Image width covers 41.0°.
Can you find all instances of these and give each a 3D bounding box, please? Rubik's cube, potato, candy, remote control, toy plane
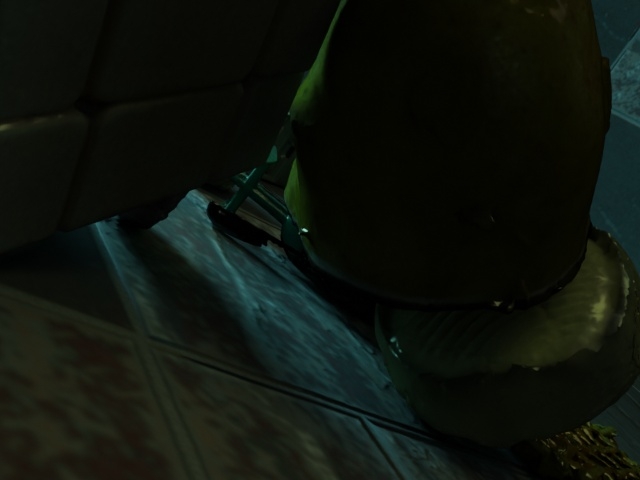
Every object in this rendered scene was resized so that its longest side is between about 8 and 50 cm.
[{"bbox_3d":[-0.185,-0.226,0.586,0.321,0.316,0.318,40,33,18],"label":"Rubik's cube"},{"bbox_3d":[0.108,-0.139,0.757,0.289,0.296,0.397,-4,27,-3],"label":"potato"},{"bbox_3d":[-0.142,-0.058,0.767,0.043,0.103,0.103,37,9,-21],"label":"candy"},{"bbox_3d":[-0.025,-0.138,1.421,0.038,0.123,0.285,41,14,27],"label":"remote control"},{"bbox_3d":[0.000,0.000,0.978,0.381,0.106,0.155,39,22,-3],"label":"toy plane"}]

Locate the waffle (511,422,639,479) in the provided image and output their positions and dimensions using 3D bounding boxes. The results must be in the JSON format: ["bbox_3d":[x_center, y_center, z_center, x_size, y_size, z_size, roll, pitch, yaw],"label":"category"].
[{"bbox_3d":[0.265,0.219,0.935,0.245,0.052,0.254,29,11,-10],"label":"waffle"}]

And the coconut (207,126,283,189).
[{"bbox_3d":[-0.128,-0.154,1.087,0.147,0.153,0.147,34,8,-6],"label":"coconut"}]

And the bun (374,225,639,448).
[{"bbox_3d":[0.185,0.088,0.825,0.259,0.259,0.152,51,-13,55],"label":"bun"}]
